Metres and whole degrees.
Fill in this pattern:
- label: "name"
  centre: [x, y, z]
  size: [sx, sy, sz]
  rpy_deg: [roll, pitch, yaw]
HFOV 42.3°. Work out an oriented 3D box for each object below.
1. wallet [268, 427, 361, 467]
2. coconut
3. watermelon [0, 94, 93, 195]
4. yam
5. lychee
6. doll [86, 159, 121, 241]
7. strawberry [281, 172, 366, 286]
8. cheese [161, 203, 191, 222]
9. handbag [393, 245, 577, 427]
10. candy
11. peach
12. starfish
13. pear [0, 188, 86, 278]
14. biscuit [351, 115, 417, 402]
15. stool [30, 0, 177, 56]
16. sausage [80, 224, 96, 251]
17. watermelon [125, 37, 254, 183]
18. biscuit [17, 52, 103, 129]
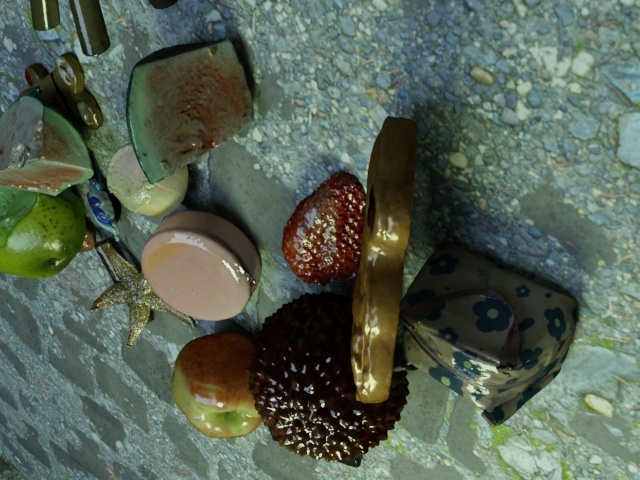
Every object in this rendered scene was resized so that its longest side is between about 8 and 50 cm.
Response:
- label: "wallet"
  centre: [-0.029, 0.425, 1.873]
  size: [0.285, 0.030, 0.146]
  rpy_deg: [5, 119, 43]
- label: "coconut"
  centre: [-0.339, -0.123, 1.669]
  size: [0.147, 0.152, 0.147]
  rpy_deg: [-4, 82, 28]
- label: "watermelon"
  centre: [-0.634, -0.190, 1.809]
  size: [0.305, 0.180, 0.224]
  rpy_deg: [-13, 113, 41]
- label: "yam"
  centre: [-0.486, 0.106, 2.052]
  size: [0.057, 0.057, 0.241]
  rpy_deg: [-11, 112, 48]
- label: "lychee"
  centre: [0.007, 0.249, 1.508]
  size: [0.306, 0.330, 0.306]
  rpy_deg: [4, 109, 12]
- label: "doll"
  centre: [-0.503, -0.090, 1.913]
  size: [0.096, 0.070, 0.195]
  rpy_deg: [4, 116, 69]
- label: "strawberry"
  centre: [-0.006, -0.002, 1.464]
  size: [0.175, 0.107, 0.236]
  rpy_deg: [14, 127, 37]
- label: "cheese"
  centre: [-0.297, 0.016, 1.804]
  size: [0.135, 0.052, 0.245]
  rpy_deg: [31, 137, 28]
- label: "handbag"
  centre: [0.238, 0.149, 1.275]
  size: [0.251, 0.193, 0.190]
  rpy_deg: [25, 129, 28]
- label: "candy"
  centre: [-0.237, 0.055, 1.695]
  size: [0.255, 0.094, 0.255]
  rpy_deg: [10, 130, 13]
- label: "peach"
  centre: [-0.218, 0.307, 1.832]
  size: [0.257, 0.232, 0.232]
  rpy_deg: [-115, 17, -53]
- label: "starfish"
  centre: [-0.440, 0.150, 2.010]
  size: [0.295, 0.048, 0.231]
  rpy_deg: [39, 112, -1]
- label: "pear"
  centre: [-0.703, -0.031, 1.976]
  size: [0.282, 0.286, 0.176]
  rpy_deg: [31, -179, 24]
- label: "biscuit"
  centre: [0.091, 0.039, 1.243]
  size: [0.078, 0.350, 0.455]
  rpy_deg: [7, 112, 7]
- label: "stool"
  centre: [-0.389, -0.456, 1.388]
  size: [0.272, 0.272, 0.178]
  rpy_deg: [25, 147, 29]
- label: "sausage"
  centre: [-0.634, -0.013, 2.092]
  size: [0.194, 0.077, 0.077]
  rpy_deg: [9, 125, 41]
- label: "watermelon"
  centre: [-0.221, -0.218, 1.414]
  size: [0.201, 0.262, 0.213]
  rpy_deg: [-9, 112, 14]
- label: "biscuit"
  centre: [-0.600, -0.304, 1.860]
  size: [0.301, 0.049, 0.197]
  rpy_deg: [-4, 114, 46]
